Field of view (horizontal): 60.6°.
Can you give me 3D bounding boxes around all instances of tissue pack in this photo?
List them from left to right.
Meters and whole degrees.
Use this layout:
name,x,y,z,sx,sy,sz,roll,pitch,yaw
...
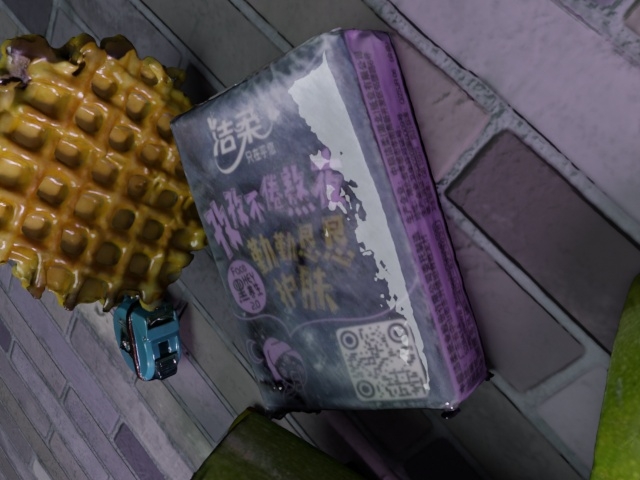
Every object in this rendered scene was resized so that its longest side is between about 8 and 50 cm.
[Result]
name,x,y,z,sx,sy,sz,roll,pitch,yaw
tissue pack,0.000,0.000,0.571,0.259,0.122,0.361,-15,95,38

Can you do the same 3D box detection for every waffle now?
name,x,y,z,sx,sy,sz,roll,pitch,yaw
waffle,-0.240,-0.077,0.611,0.062,0.329,0.329,11,113,50

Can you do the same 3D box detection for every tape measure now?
name,x,y,z,sx,sy,sz,roll,pitch,yaw
tape measure,-0.268,0.144,0.851,0.125,0.081,0.146,17,116,44

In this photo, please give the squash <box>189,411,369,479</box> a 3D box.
name,x,y,z,sx,sy,sz,roll,pitch,yaw
squash,0.035,0.363,0.481,0.384,0.263,0.263,27,121,14

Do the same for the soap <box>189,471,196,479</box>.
name,x,y,z,sx,sy,sz,roll,pitch,yaw
soap,-0.091,0.427,0.811,0.250,0.099,0.162,48,135,14

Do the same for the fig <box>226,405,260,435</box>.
name,x,y,z,sx,sy,sz,roll,pitch,yaw
fig,-0.101,0.283,0.782,0.074,0.074,0.088,-6,80,39

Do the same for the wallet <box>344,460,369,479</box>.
name,x,y,z,sx,sy,sz,roll,pitch,yaw
wallet,0.093,0.453,0.618,0.377,0.197,0.051,44,151,18

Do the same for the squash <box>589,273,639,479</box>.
name,x,y,z,sx,sy,sz,roll,pitch,yaw
squash,0.247,0.197,0.458,0.203,0.111,0.289,45,129,18
